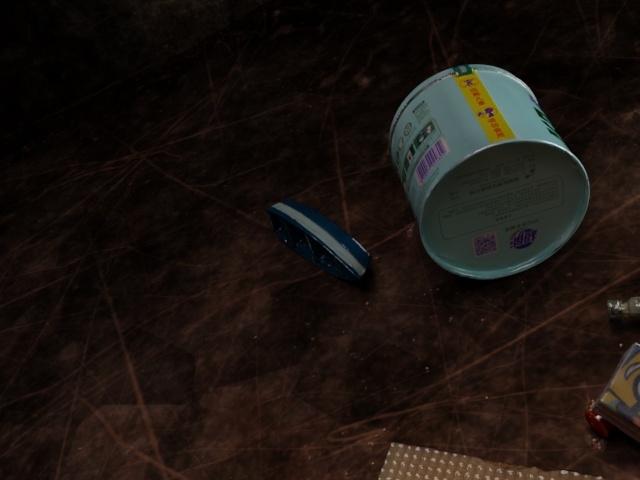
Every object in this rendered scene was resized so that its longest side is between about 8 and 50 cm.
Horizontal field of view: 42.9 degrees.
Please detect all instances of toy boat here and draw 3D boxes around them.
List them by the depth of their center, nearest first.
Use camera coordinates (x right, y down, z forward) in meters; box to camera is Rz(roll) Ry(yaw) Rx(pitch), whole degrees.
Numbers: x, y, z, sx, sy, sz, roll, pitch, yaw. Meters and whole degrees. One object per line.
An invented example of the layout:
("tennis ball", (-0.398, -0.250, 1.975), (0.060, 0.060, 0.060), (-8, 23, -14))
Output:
("toy boat", (0.000, 0.000, 1.600), (0.062, 0.096, 0.299), (-34, 41, -21))

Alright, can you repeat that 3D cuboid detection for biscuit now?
("biscuit", (0.258, 0.348, 1.091), (0.379, 0.054, 0.094), (1, 45, 31))

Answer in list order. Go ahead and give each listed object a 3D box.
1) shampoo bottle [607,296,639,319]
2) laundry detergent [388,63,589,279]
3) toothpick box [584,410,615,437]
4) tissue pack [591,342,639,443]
("shampoo bottle", (0.534, 0.097, 1.209), (0.208, 0.063, 0.057), (-6, 54, 23))
("laundry detergent", (0.276, -0.137, 1.431), (0.287, 0.287, 0.305), (-22, 40, 8))
("toothpick box", (0.412, 0.235, 1.136), (0.083, 0.047, 0.047), (-35, 39, -7))
("tissue pack", (0.450, 0.221, 1.075), (0.148, 0.060, 0.108), (35, 67, 14))
